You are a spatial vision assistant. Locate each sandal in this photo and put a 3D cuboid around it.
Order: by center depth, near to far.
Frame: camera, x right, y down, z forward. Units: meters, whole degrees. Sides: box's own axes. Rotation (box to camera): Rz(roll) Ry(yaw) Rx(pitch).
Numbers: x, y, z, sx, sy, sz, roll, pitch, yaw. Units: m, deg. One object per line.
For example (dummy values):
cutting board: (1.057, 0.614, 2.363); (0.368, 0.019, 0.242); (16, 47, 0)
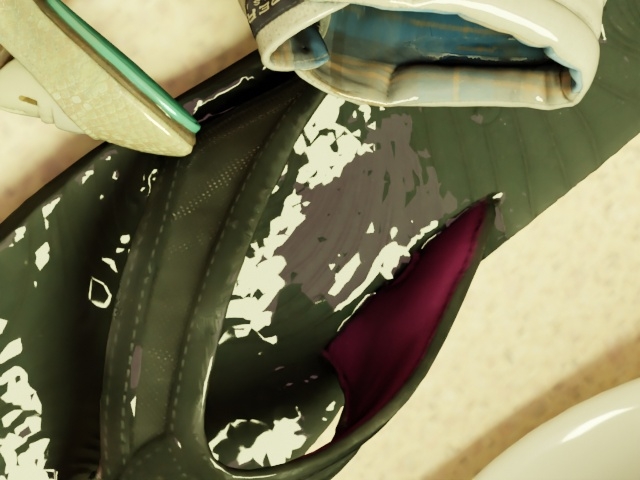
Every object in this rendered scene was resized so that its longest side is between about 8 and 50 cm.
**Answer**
sandal: (0.000, -0.003, 0.585); (0.446, 0.107, 0.167); (-45, 111, -9)

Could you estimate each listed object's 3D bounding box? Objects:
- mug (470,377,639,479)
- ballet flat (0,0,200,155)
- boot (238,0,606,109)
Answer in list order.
mug: (0.167, 0.273, 0.636); (0.374, 0.276, 0.328); (-20, 117, 15)
ballet flat: (-0.119, -0.079, 0.545); (0.168, 0.057, 0.052); (44, 93, 1)
boot: (-0.016, -0.122, 0.522); (0.258, 0.095, 0.123); (11, 64, -4)
